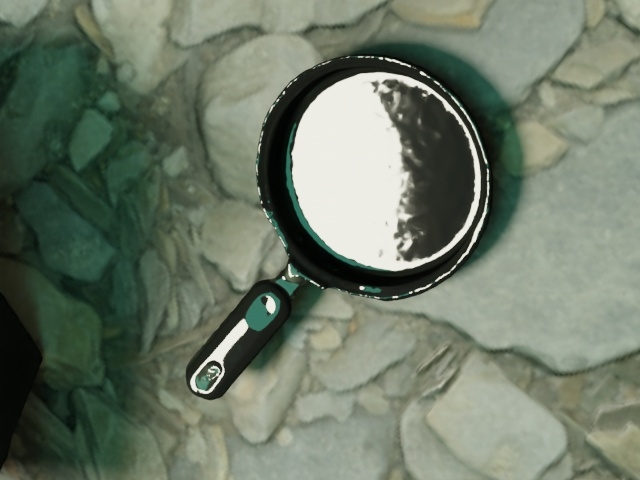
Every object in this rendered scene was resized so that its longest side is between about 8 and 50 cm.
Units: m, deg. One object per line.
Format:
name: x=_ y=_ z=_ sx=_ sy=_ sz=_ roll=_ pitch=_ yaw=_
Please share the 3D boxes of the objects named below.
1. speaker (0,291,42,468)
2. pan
speaker: x=-0.331 y=0.066 z=1.037 sx=0.254 sy=0.184 sz=0.232 roll=1 pitch=142 yaw=21
pan: x=0.000 y=0.000 z=1.021 sx=0.136 sy=0.028 sz=0.235 roll=43 pitch=112 yaw=7
